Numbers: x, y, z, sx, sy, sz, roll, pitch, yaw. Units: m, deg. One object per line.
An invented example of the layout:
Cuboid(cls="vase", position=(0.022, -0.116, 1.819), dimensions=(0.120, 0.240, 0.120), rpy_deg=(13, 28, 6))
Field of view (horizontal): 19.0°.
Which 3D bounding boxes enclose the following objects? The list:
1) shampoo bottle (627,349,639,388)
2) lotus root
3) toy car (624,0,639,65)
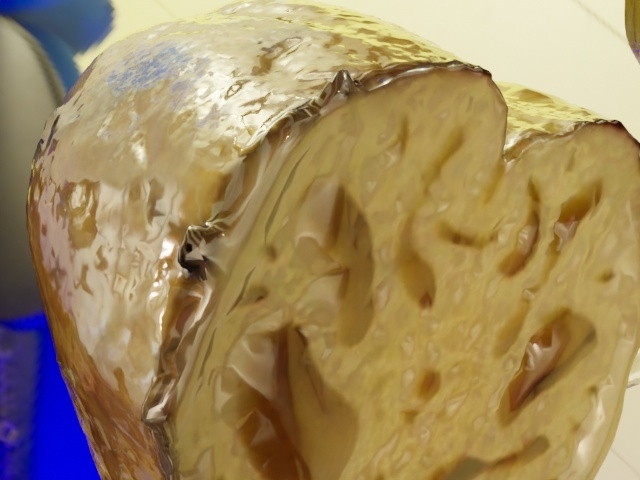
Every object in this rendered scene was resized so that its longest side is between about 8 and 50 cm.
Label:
Cuboid(cls="shampoo bottle", position=(0.248, 0.100, 1.527), dimensions=(0.141, 0.049, 0.034), rpy_deg=(-19, 98, 1))
Cuboid(cls="lotus root", position=(0.000, 0.000, 0.915), dimensions=(0.316, 0.316, 0.250), rpy_deg=(-49, 44, 1))
Cuboid(cls="toy car", position=(0.211, -0.130, 0.963), dimensions=(0.101, 0.257, 0.124), rpy_deg=(20, 89, 17))
